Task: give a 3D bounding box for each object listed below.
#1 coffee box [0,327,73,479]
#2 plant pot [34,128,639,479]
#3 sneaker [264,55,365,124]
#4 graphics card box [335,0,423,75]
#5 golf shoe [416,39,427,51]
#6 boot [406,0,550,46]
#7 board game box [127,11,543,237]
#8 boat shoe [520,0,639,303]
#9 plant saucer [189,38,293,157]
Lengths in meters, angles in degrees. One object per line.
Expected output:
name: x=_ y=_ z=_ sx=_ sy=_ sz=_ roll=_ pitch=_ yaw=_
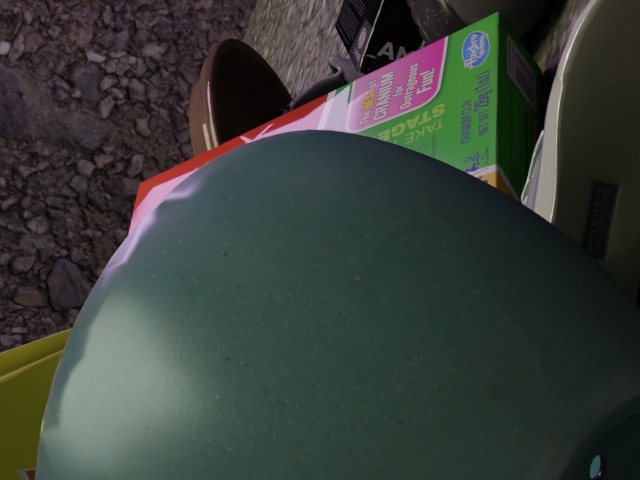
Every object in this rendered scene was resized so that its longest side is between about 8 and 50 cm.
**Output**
coffee box: x=-0.226 y=0.306 z=1.293 sx=0.338 sy=0.338 sz=0.334 roll=58 pitch=147 yaw=21
plant pot: x=0.054 y=0.108 z=0.753 sx=0.195 sy=0.290 sz=0.290 roll=13 pitch=85 yaw=44
sneaker: x=0.004 y=-0.060 z=1.602 sx=0.086 sy=0.132 sz=0.229 roll=151 pitch=136 yaw=-76
graphics card box: x=0.119 y=-0.324 z=1.530 sx=0.233 sy=0.094 sz=0.371 roll=-109 pitch=38 yaw=-73
golf shoe: x=0.088 y=-0.094 z=1.407 sx=0.198 sy=0.077 sz=0.094 roll=-63 pitch=1 yaw=17
boot: x=0.104 y=-0.313 z=1.277 sx=0.338 sy=0.118 sz=0.223 roll=60 pitch=147 yaw=22
board game box: x=0.000 y=0.000 z=1.203 sx=0.316 sy=0.064 sz=0.242 roll=-24 pitch=36 yaw=25
boat shoe: x=0.141 y=-0.036 z=0.942 sx=0.081 sy=0.079 sz=0.228 roll=-160 pitch=84 yaw=-76
plant saucer: x=-0.048 y=-0.048 z=1.613 sx=0.278 sy=0.041 sz=0.278 roll=-19 pitch=-90 yaw=-73
